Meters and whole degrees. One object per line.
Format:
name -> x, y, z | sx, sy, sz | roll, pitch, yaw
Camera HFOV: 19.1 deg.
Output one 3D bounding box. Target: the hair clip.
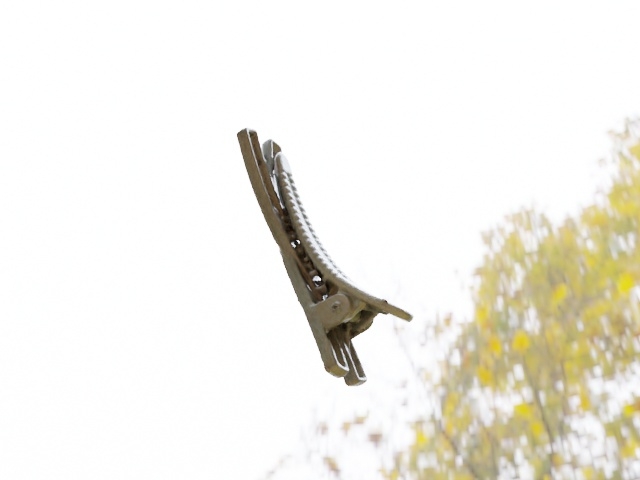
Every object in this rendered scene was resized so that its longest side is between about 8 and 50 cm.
hair clip -> 0.001, 0.000, 0.762 | 0.039, 0.030, 0.115 | -32, -117, 11
